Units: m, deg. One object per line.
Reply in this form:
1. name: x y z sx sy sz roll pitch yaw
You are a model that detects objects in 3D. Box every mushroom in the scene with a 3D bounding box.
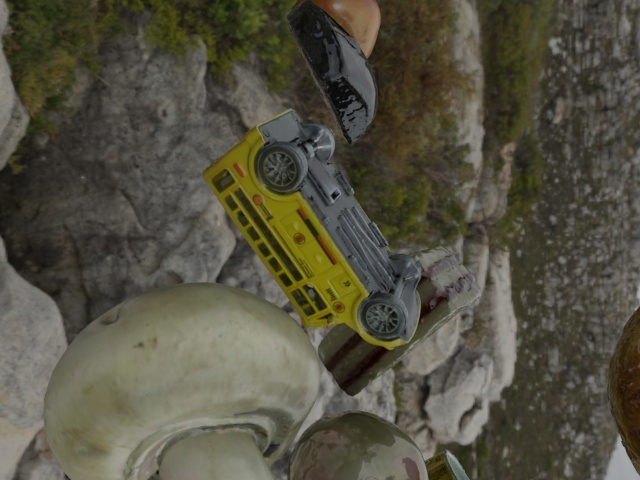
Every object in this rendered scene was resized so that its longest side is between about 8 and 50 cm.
1. mushroom: -0.120 0.193 0.652 0.315 0.355 0.316 14 90 -78

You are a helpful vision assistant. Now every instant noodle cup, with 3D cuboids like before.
1. instant noodle cup: 0.262 0.569 1.245 0.182 0.144 0.182 52 8 -10

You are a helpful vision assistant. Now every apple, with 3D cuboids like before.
1. apple: 0.032 -0.420 1.102 0.199 0.199 0.199 0 90 -65

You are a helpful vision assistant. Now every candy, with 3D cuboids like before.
1. candy: 0.147 0.153 1.079 0.179 0.321 0.135 -15 63 -52

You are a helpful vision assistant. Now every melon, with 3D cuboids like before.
1. melon: 0.058 0.410 0.962 0.317 0.222 0.223 144 -45 -68

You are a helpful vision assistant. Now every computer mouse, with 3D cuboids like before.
1. computer mouse: 0.040 -0.285 0.967 0.170 0.100 0.269 62 5 20

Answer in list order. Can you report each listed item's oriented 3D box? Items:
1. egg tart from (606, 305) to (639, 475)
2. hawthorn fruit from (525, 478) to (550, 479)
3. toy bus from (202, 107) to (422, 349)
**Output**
1. egg tart: 0.679 0.253 0.857 0.178 0.443 0.444 12 77 -34
2. hawthorn fruit: 0.321 0.454 0.743 0.258 0.261 0.258 25 50 -35
3. toy bus: 0.000 0.000 0.737 0.330 0.152 0.144 55 27 -9
